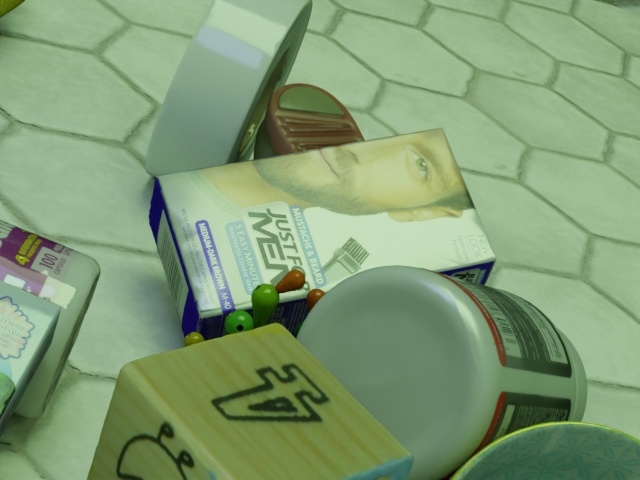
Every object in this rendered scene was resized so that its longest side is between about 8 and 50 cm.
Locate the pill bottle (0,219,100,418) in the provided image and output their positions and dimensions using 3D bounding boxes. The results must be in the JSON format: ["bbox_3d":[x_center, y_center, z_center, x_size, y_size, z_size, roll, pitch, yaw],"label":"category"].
[{"bbox_3d":[-0.375,0.040,1.644,0.301,0.169,0.169,22,27,-4],"label":"pill bottle"}]

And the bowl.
[{"bbox_3d":[0.208,0.316,1.586,0.289,0.289,0.156,21,-14,-6],"label":"bowl"}]

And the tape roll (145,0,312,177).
[{"bbox_3d":[-0.112,-0.190,2.148,0.100,0.286,0.286,24,27,2],"label":"tape roll"}]

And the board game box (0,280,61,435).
[{"bbox_3d":[-0.422,0.120,1.432,0.318,0.066,0.318,24,49,-2],"label":"board game box"}]

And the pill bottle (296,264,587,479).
[{"bbox_3d":[0.134,0.145,1.739,0.210,0.210,0.363,37,9,25],"label":"pill bottle"}]

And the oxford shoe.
[{"bbox_3d":[0.021,0.006,2.069,0.140,0.146,0.397,-2,56,-28],"label":"oxford shoe"}]

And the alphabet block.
[{"bbox_3d":[-0.069,0.217,1.533,0.193,0.192,0.197,-11,42,-43],"label":"alphabet block"}]

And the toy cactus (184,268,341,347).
[{"bbox_3d":[-0.049,0.121,1.790,0.112,0.219,0.180,61,2,29],"label":"toy cactus"}]

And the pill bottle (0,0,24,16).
[{"bbox_3d":[-0.476,-0.369,2.284,0.188,0.188,0.334,26,27,4],"label":"pill bottle"}]

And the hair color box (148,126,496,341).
[{"bbox_3d":[0.000,0.000,1.909,0.338,0.110,0.185,-10,61,-18],"label":"hair color box"}]
